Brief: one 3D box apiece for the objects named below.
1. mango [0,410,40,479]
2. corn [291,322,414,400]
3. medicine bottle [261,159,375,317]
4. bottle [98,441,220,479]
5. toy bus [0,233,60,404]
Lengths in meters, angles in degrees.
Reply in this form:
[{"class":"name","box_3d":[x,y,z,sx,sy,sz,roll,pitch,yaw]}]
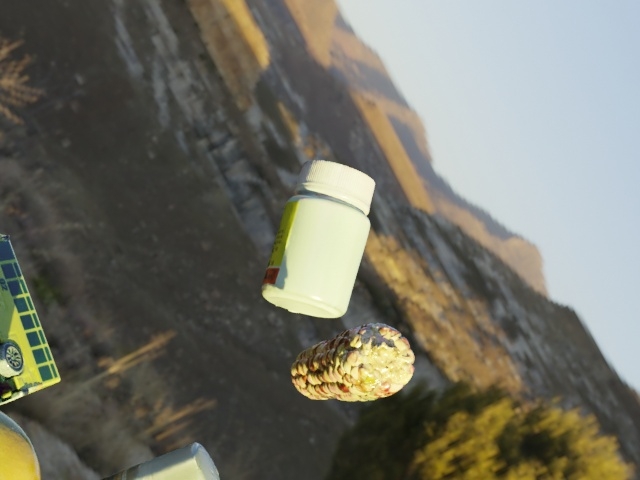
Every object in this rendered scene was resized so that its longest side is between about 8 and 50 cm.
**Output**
[{"class":"mango","box_3d":[-0.407,0.225,1.179,0.114,0.251,0.156,133,-25,-73]},{"class":"corn","box_3d":[0.034,0.158,1.469,0.092,0.092,0.280,62,-20,0]},{"class":"medicine bottle","box_3d":[0.000,0.000,1.834,0.139,0.139,0.225,52,52,-70]},{"class":"bottle","box_3d":[-0.255,0.319,1.340,0.082,0.286,0.082,-23,90,-86]},{"class":"toy bus","box_3d":[-0.502,0.118,1.738,0.262,0.128,0.150,69,18,4]}]
